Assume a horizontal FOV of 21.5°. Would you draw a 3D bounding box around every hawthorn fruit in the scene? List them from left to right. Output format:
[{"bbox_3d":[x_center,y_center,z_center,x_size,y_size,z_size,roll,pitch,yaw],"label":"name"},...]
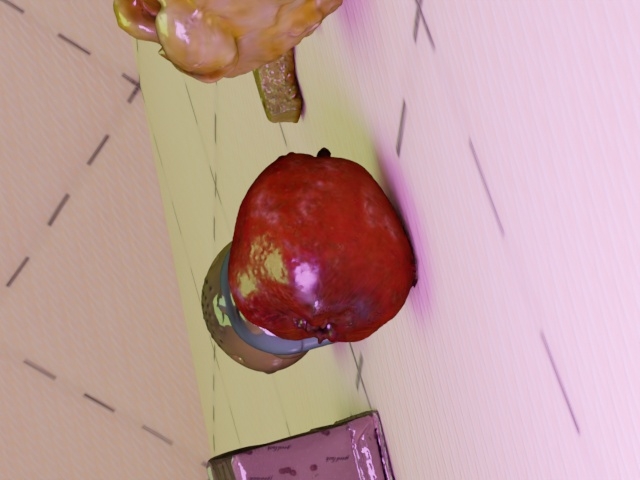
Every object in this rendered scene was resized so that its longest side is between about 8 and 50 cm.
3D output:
[{"bbox_3d":[0.000,0.000,1.658,0.185,0.185,0.202,98,172,-63],"label":"hawthorn fruit"}]

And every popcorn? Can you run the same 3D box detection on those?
[{"bbox_3d":[-0.083,-0.267,1.633,0.256,0.255,0.195,-26,92,52],"label":"popcorn"}]

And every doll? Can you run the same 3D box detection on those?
[{"bbox_3d":[-0.059,0.070,2.068,0.261,0.161,0.177,145,111,-76],"label":"doll"}]

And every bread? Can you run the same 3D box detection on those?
[{"bbox_3d":[-0.069,-0.256,2.035,0.088,0.049,0.226,117,138,-73],"label":"bread"}]

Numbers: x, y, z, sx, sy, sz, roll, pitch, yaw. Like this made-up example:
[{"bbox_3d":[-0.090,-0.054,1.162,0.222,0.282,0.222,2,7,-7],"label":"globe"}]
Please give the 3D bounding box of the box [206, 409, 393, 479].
[{"bbox_3d":[-0.015,0.349,2.093,0.297,0.190,0.225,134,121,-78],"label":"box"}]
